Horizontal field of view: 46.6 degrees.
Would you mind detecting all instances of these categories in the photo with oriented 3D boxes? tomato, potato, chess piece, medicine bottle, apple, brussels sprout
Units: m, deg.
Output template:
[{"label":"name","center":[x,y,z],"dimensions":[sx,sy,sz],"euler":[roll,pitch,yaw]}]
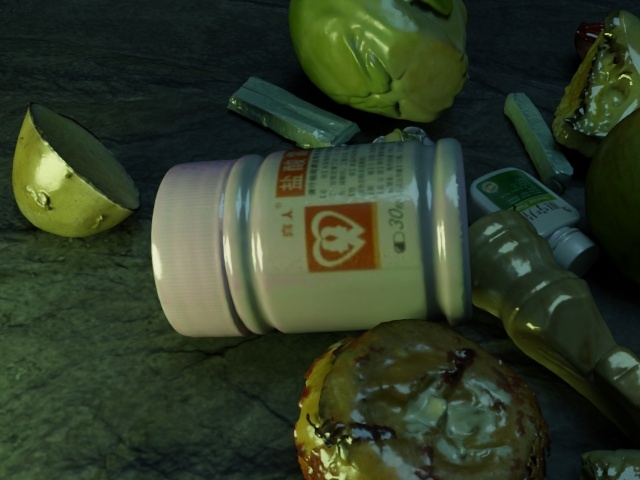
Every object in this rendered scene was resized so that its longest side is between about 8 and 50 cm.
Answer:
[{"label":"tomato","center":[0.591,-0.350,1.416],"dimensions":[0.227,0.101,0.228],"euler":[2,33,-1]},{"label":"potato","center":[-0.334,-0.074,0.962],"dimensions":[0.117,0.182,0.202],"euler":[-46,42,7]},{"label":"chess piece","center":[0.277,0.101,0.846],"dimensions":[0.137,0.137,0.301],"euler":[-18,50,-25]},{"label":"medicine bottle","center":[0.291,-0.022,1.022],"dimensions":[0.119,0.069,0.183],"euler":[-19,48,-28]},{"label":"apple","center":[0.464,-0.055,0.946],"dimensions":[0.246,0.246,0.226],"euler":[22,48,16]},{"label":"brussels sprout","center":[0.108,-0.356,1.226],"dimensions":[0.344,0.268,0.344],"euler":[10,40,-8]},{"label":"medicine bottle","center":[0.000,0.000,0.806],"dimensions":[0.315,0.202,0.202],"euler":[-4,40,9]}]

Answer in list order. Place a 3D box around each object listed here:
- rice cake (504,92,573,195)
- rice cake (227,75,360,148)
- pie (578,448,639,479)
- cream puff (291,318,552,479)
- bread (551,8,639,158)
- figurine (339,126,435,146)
[{"label":"rice cake","center":[0.352,-0.164,1.209],"dimensions":[0.042,0.045,0.245],"euler":[1,42,-8]},{"label":"rice cake","center":[-0.048,-0.200,1.197],"dimensions":[0.226,0.040,0.085],"euler":[29,46,23]},{"label":"pie","center":[0.384,0.259,0.715],"dimensions":[0.282,0.068,0.129],"euler":[4,40,-2]},{"label":"cream puff","center":[0.088,0.185,0.691],"dimensions":[0.239,0.164,0.240],"euler":[10,49,-12]},{"label":"bread","center":[0.492,-0.209,1.188],"dimensions":[0.204,0.163,0.262],"euler":[28,73,8]},{"label":"figurine","center":[0.089,-0.058,0.966],"dimensions":[0.208,0.183,0.128],"euler":[36,28,-35]}]
